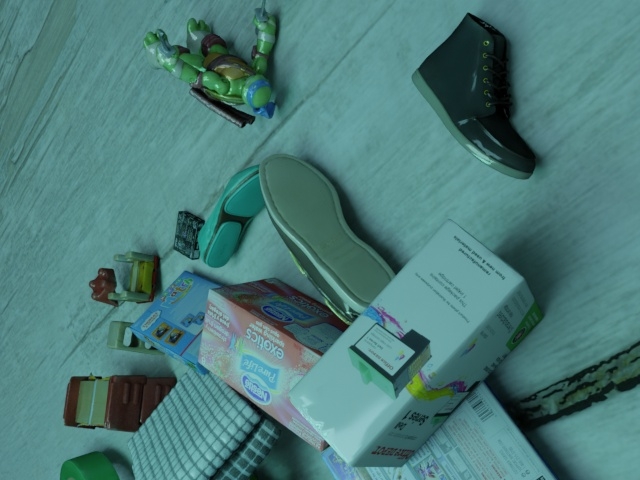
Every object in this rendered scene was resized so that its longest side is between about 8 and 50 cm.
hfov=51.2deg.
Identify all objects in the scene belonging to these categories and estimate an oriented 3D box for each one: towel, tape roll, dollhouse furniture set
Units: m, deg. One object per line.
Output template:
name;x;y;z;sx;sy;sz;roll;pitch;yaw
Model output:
towel;-0.206;0.351;1.145;0.235;0.121;0.283;-51;23;-11
tape roll;-0.530;0.670;1.584;0.321;0.077;0.322;14;108;50
dollhouse furniture set;-0.422;0.227;1.456;0.201;0.152;0.375;-10;71;43

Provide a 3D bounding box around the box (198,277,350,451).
box;-0.043;0.184;1.070;0.299;0.154;0.142;24;110;37

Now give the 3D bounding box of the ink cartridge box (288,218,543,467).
ink cartridge box;0.124;0.137;0.809;0.278;0.201;0.117;-48;60;3

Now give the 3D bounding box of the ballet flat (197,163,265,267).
ballet flat;-0.159;-0.062;1.203;0.247;0.083;0.087;-55;45;29

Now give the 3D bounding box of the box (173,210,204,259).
box;-0.266;-0.011;1.344;0.067;0.018;0.083;24;110;39

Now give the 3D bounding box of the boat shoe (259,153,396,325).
boat shoe;0.000;0.000;1.042;0.324;0.116;0.097;52;154;25

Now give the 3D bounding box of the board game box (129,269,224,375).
board game box;-0.238;0.147;1.252;0.211;0.160;0.039;18;146;40

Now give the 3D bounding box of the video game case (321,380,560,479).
video game case;0.172;0.328;0.882;0.244;0.061;0.270;-38;66;7

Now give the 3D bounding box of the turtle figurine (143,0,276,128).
turtle figurine;-0.184;-0.342;1.121;0.266;0.275;0.198;30;80;41

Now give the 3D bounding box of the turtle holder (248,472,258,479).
turtle holder;-0.179;0.562;1.184;0.320;0.227;0.244;-18;82;42

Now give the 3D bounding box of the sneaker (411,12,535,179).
sneaker;0.214;-0.185;0.843;0.222;0.083;0.118;55;126;25
